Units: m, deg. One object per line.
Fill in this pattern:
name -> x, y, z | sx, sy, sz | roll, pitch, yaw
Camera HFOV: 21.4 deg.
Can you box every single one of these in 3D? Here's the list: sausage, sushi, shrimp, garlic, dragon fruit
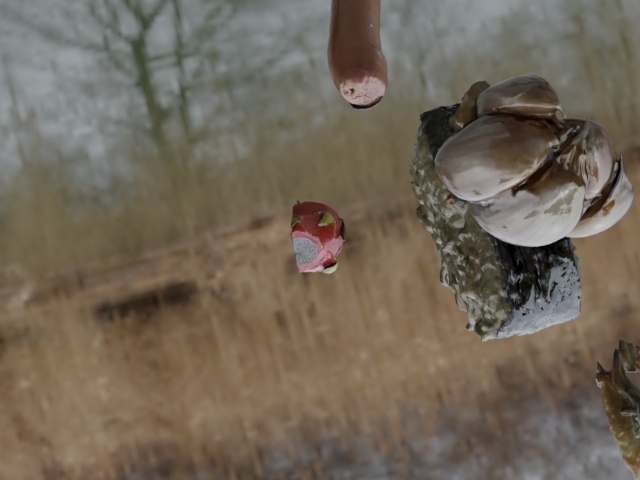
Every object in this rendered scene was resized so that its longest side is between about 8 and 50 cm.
sausage -> 0.026, -0.163, 1.138 | 0.043, 0.186, 0.043 | 2, 140, 2
sushi -> 0.234, -0.029, 2.327 | 0.170, 0.350, 0.211 | -18, 159, -5
shrimp -> 0.323, 0.165, 1.625 | 0.051, 0.187, 0.132 | -3, 135, -28
garlic -> 0.228, -0.066, 1.814 | 0.160, 0.214, 0.191 | -43, -158, -10
dragon fruit -> 0.000, 0.000, 1.875 | 0.060, 0.083, 0.056 | -7, -150, 3
